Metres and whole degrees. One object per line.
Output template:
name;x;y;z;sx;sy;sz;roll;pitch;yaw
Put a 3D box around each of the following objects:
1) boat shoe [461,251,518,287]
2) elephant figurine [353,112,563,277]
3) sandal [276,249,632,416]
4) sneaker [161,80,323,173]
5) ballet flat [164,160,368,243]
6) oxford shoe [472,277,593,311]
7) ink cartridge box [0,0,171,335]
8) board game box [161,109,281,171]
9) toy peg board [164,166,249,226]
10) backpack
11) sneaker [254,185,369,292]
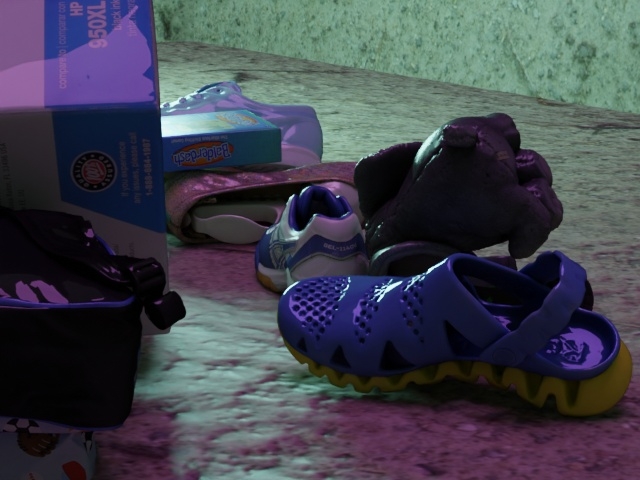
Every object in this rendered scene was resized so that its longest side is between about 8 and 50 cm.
boat shoe;0.163;0.025;1.822;0.075;0.065;0.206;-3;14;-24
elephant figurine;0.102;-0.013;1.578;0.239;0.186;0.169;-30;14;26
sandal;0.116;0.061;1.427;0.317;0.138;0.126;3;44;10
sneaker;-0.175;-0.154;2.273;0.366;0.150;0.135;9;-31;-9
ballet flat;-0.040;-0.033;2.002;0.316;0.107;0.106;-4;29;-5
oxford shoe;0.148;0.083;1.580;0.227;0.082;0.096;-6;-11;-22
ink cartridge box;-0.334;-0.053;1.406;0.395;0.285;0.166;-3;47;-6
board game box;-0.171;-0.125;2.048;0.210;0.047;0.160;-6;14;-17
toy peg board;-0.149;-0.055;2.127;0.161;0.079;0.161;16;10;-16
backpack;-0.259;0.066;1.218;0.276;0.213;0.263;9;18;-12
sneaker;0.000;0.000;1.751;0.112;0.131;0.296;-2;12;-15
